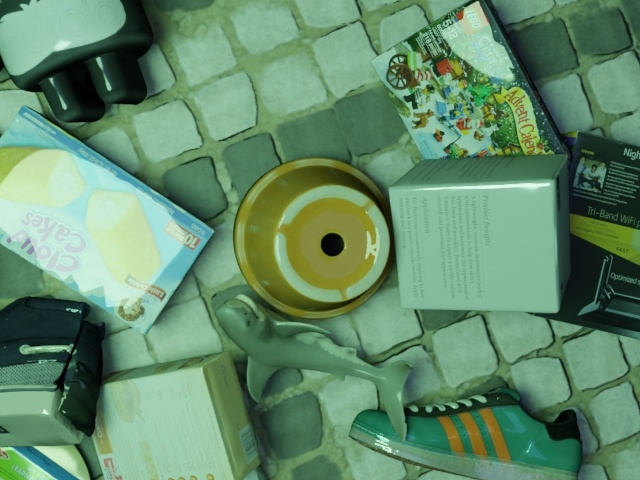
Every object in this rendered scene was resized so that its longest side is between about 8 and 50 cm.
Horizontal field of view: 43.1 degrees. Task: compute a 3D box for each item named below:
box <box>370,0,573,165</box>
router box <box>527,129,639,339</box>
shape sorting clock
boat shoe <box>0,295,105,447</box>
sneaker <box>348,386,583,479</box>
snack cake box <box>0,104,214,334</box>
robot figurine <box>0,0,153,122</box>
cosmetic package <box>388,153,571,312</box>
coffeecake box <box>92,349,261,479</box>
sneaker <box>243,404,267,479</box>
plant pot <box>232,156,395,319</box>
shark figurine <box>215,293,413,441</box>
[{"bbox_3d":[0.188,-0.164,1.013,0.159,0.044,0.233,-27,96,27],"label":"box"},{"bbox_3d":[0.435,0.010,1.071,0.309,0.081,0.243,14,91,-8],"label":"router box"},{"bbox_3d":[-0.387,0.320,1.002,0.206,0.040,0.206,0,88,-3],"label":"shape sorting clock"},{"bbox_3d":[-0.413,0.157,0.967,0.341,0.127,0.158,-2,54,10],"label":"boat shoe"},{"bbox_3d":[0.190,0.243,1.048,0.302,0.108,0.121,13,75,-5],"label":"sneaker"},{"bbox_3d":[-0.278,-0.023,0.976,0.264,0.089,0.152,34,87,-7],"label":"snack cake box"},{"bbox_3d":[-0.296,-0.276,0.924,0.209,0.173,0.278,-25,96,-29],"label":"robot figurine"},{"bbox_3d":[0.193,-0.012,0.951,0.184,0.151,0.151,0,107,22],"label":"cosmetic package"},{"bbox_3d":[-0.181,0.221,0.967,0.185,0.068,0.142,-13,95,25],"label":"coffeecake box"},{"bbox_3d":[-0.124,0.279,1.021,0.094,0.080,0.212,-13,96,5],"label":"sneaker"},{"bbox_3d":[0.000,0.000,0.962,0.205,0.188,0.205,0,93,-7],"label":"plant pot"},{"bbox_3d":[-0.028,0.154,0.989,0.278,0.166,0.116,27,81,-21],"label":"shark figurine"}]
